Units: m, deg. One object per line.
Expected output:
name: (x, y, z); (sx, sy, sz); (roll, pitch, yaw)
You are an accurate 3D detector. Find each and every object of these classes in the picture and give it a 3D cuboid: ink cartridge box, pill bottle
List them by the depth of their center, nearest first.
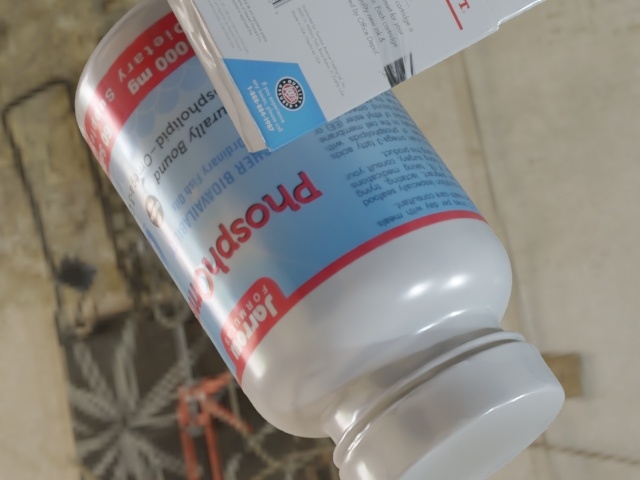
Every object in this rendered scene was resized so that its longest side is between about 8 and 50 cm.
ink cartridge box: (0.010, -0.061, 0.404); (0.083, 0.048, 0.028); (-29, -173, -11)
pill bottle: (0.000, 0.000, 0.482); (0.087, 0.160, 0.087); (-29, 156, -14)
